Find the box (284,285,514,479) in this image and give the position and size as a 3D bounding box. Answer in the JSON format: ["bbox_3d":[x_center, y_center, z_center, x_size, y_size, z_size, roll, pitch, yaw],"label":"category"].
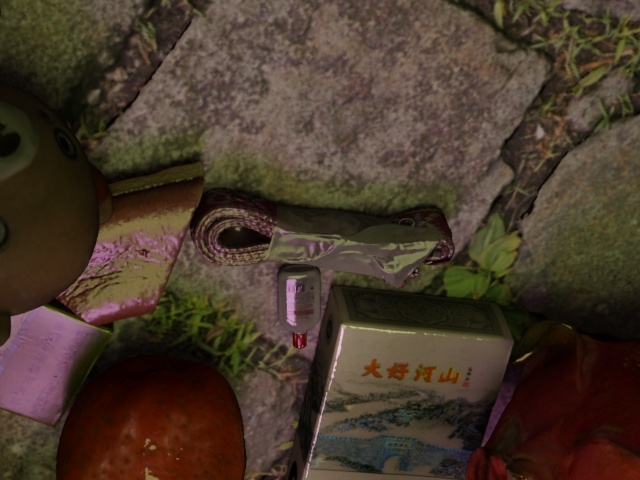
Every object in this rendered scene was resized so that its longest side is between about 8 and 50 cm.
[{"bbox_3d":[0.067,0.173,1.494,0.164,0.069,0.256,6,120,-12],"label":"box"}]

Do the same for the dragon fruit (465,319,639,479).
[{"bbox_3d":[0.238,0.212,1.414,0.226,0.305,0.305,10,118,-10],"label":"dragon fruit"}]

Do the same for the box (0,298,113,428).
[{"bbox_3d":[-0.297,0.085,1.408,0.193,0.030,0.121,24,114,-21],"label":"box"}]

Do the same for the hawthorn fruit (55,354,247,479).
[{"bbox_3d":[-0.145,0.190,1.414,0.189,0.189,0.189,-4,121,-7],"label":"hawthorn fruit"}]

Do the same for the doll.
[{"bbox_3d":[-0.315,-0.075,1.215,0.330,0.235,0.174,45,132,-10],"label":"doll"}]

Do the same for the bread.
[{"bbox_3d":[-0.184,0.008,1.357,0.192,0.067,0.119,-11,112,-3],"label":"bread"}]

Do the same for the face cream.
[{"bbox_3d":[-0.019,0.060,1.442,0.040,0.021,0.083,-4,121,-7],"label":"face cream"}]

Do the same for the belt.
[{"bbox_3d":[0.000,0.000,1.392,0.232,0.053,0.071,5,112,-12],"label":"belt"}]
